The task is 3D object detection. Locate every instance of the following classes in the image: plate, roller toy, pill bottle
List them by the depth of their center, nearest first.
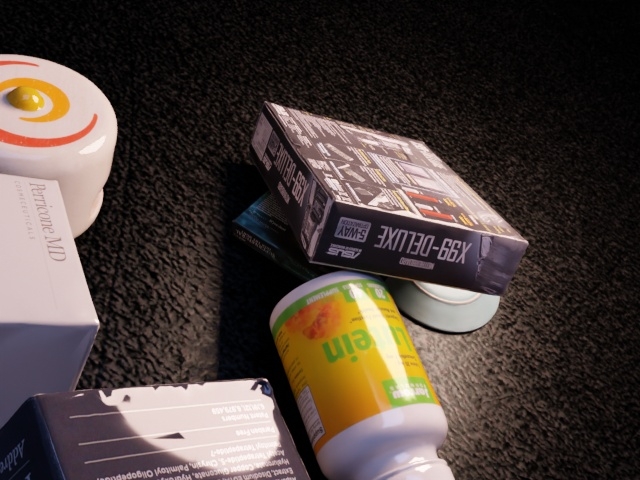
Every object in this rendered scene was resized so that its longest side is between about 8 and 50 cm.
[{"bbox_3d":[0.047,0.164,0.879,0.136,0.136,0.245,-4,55,-29],"label":"pill bottle"},{"bbox_3d":[-0.313,-0.099,0.900,0.191,0.146,0.209,39,41,17],"label":"roller toy"},{"bbox_3d":[0.155,0.035,1.120,0.188,0.024,0.188,14,48,-16],"label":"plate"}]

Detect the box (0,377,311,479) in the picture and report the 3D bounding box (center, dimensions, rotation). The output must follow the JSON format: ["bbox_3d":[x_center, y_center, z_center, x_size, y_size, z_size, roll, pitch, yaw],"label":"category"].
[{"bbox_3d":[-0.130,0.305,0.510,0.179,0.343,0.312,5,48,-49],"label":"box"}]

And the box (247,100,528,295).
[{"bbox_3d":[0.066,-0.058,1.024,0.242,0.076,0.307,11,23,-24],"label":"box"}]

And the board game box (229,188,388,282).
[{"bbox_3d":[0.000,0.000,1.055,0.186,0.026,0.126,33,45,12],"label":"board game box"}]

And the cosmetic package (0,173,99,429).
[{"bbox_3d":[-0.397,0.042,0.685,0.385,0.156,0.217,4,36,-34],"label":"cosmetic package"}]
